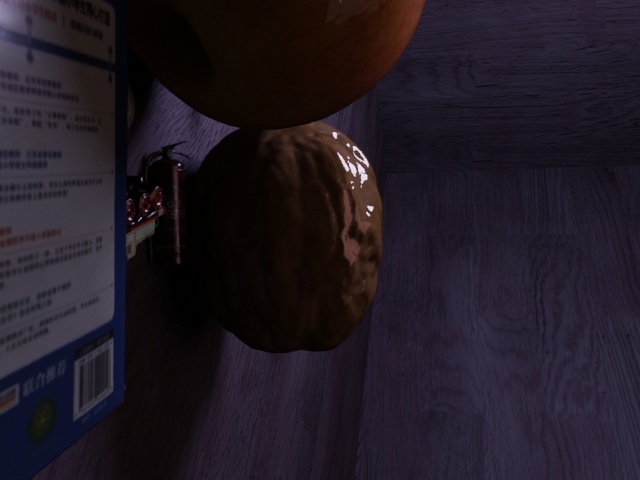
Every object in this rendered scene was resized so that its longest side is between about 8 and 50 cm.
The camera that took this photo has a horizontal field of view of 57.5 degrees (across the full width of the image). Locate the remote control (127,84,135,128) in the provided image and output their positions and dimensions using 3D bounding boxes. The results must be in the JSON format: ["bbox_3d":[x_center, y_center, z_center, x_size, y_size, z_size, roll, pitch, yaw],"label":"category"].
[{"bbox_3d":[-0.237,-0.192,0.560,0.221,0.042,0.078,76,19,-48],"label":"remote control"}]

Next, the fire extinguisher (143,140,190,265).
[{"bbox_3d":[-0.195,-0.048,0.747,0.064,0.043,0.158,-4,94,-35],"label":"fire extinguisher"}]

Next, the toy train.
[{"bbox_3d":[-0.227,-0.002,0.587,0.249,0.053,0.085,-61,157,-66],"label":"toy train"}]

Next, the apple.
[{"bbox_3d":[-0.061,-0.296,0.645,0.364,0.364,0.364,0,90,-77],"label":"apple"}]

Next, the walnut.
[{"bbox_3d":[-0.047,-0.016,0.858,0.306,0.306,0.344,-61,150,-66],"label":"walnut"}]

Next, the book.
[{"bbox_3d":[-0.210,-0.038,0.389,0.300,0.039,0.428,-36,130,-79],"label":"book"}]
